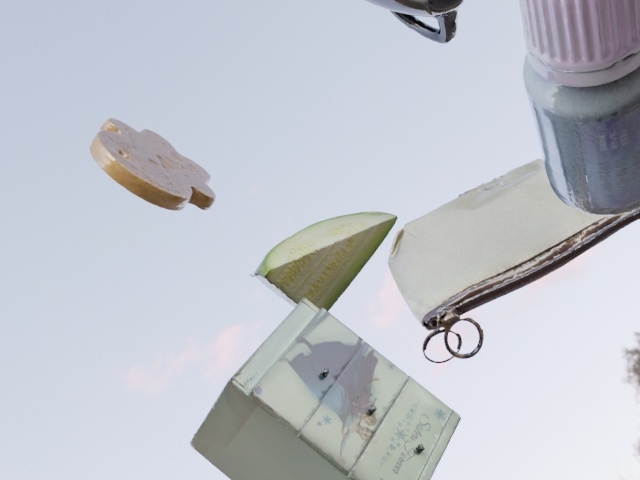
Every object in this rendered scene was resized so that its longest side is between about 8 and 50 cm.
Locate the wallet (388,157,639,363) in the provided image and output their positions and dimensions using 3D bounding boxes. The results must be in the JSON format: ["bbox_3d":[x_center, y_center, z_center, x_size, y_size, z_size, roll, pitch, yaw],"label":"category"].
[{"bbox_3d":[0.235,-0.001,0.969,0.335,0.275,0.068,-30,-61,-1],"label":"wallet"}]

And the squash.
[{"bbox_3d":[0.000,0.000,1.496,0.289,0.111,0.203,-54,-50,-10],"label":"squash"}]

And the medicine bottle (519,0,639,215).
[{"bbox_3d":[0.163,-0.095,0.431,0.083,0.083,0.203,-36,-36,4],"label":"medicine bottle"}]

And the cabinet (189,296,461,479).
[{"bbox_3d":[0.004,0.195,0.753,0.145,0.206,0.150,-46,-8,-47],"label":"cabinet"}]

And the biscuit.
[{"bbox_3d":[-0.336,-0.144,1.467,0.275,0.355,0.052,36,-76,-6],"label":"biscuit"}]

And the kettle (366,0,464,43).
[{"bbox_3d":[0.196,-0.562,1.582,0.207,0.271,0.251,-22,-40,-41],"label":"kettle"}]
